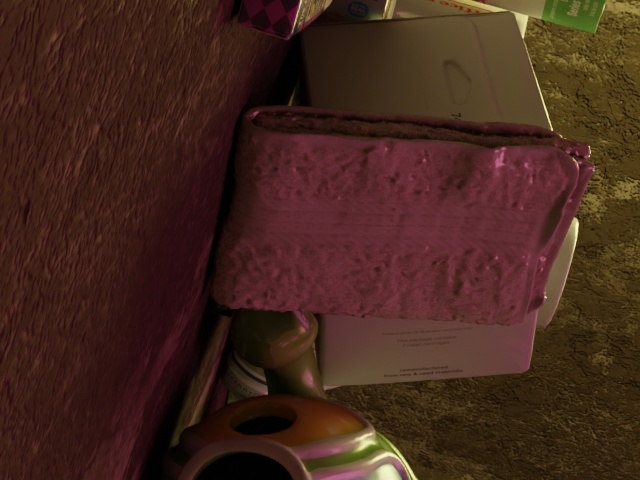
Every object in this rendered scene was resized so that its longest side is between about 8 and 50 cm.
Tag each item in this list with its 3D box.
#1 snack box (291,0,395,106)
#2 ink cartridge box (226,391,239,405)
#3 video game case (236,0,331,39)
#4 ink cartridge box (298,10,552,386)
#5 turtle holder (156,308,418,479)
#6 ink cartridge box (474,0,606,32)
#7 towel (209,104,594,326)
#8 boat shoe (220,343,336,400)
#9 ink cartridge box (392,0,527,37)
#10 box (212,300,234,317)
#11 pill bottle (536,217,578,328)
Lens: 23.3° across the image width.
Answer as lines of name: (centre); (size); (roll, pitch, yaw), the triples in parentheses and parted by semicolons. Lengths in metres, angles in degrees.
snack box: (0.037, -0.233, 1.440); (0.174, 0.070, 0.207); (-72, 178, -48)
ink cartridge box: (-0.044, 0.142, 1.865); (0.171, 0.056, 0.235); (103, 13, -48)
video game case: (0.008, -0.259, 1.006); (0.210, 0.042, 0.232); (-65, 171, -72)
ink cartridge box: (0.086, -0.036, 1.375); (0.198, 0.197, 0.270); (-98, -174, -45)
turtle holder: (-0.021, 0.220, 1.271); (0.320, 0.243, 0.227); (-61, 158, -10)
ink cartridge box: (0.196, -0.368, 1.682); (0.117, 0.278, 0.201); (75, 32, -79)
towel: (0.062, -0.013, 1.209); (0.049, 0.282, 0.187); (-104, -158, -49)
boat shoe: (-0.003, 0.102, 1.673); (0.094, 0.109, 0.302); (-56, 170, 22)
ink cartridge box: (0.132, -0.248, 1.808); (0.353, 0.207, 0.119); (-66, 171, -61)
box: (-0.069, 0.014, 1.324); (0.067, 0.018, 0.083); (-69, 175, -55)
pill bottle: (0.114, -0.008, 1.716); (0.176, 0.318, 0.176); (17, 90, -88)
